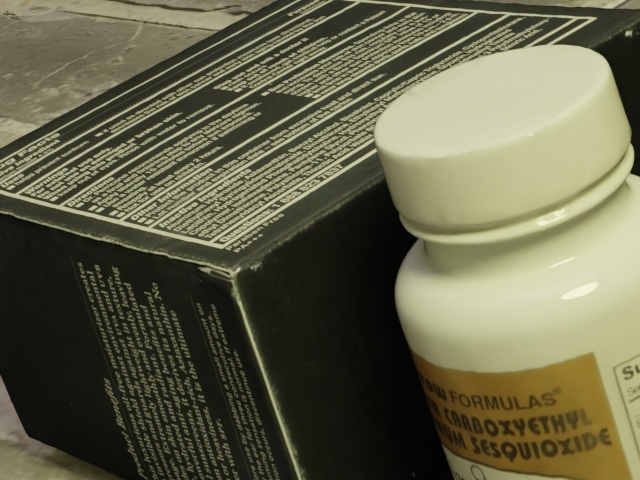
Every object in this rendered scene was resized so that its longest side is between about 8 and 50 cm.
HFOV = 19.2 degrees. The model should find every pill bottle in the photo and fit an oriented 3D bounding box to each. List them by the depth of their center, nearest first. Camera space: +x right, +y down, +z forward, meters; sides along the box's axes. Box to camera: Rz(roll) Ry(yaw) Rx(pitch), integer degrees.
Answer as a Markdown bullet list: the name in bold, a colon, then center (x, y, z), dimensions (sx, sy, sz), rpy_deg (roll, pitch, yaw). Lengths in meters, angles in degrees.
- **pill bottle**: center (0.104, 0.039, 0.824), dimensions (0.131, 0.229, 0.131), rpy_deg (-16, 24, 8)

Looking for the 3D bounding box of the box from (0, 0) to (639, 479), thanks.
- **box**: center (0.000, 0.000, 1.043), dimensions (0.296, 0.183, 0.294), rpy_deg (-32, 28, -30)
